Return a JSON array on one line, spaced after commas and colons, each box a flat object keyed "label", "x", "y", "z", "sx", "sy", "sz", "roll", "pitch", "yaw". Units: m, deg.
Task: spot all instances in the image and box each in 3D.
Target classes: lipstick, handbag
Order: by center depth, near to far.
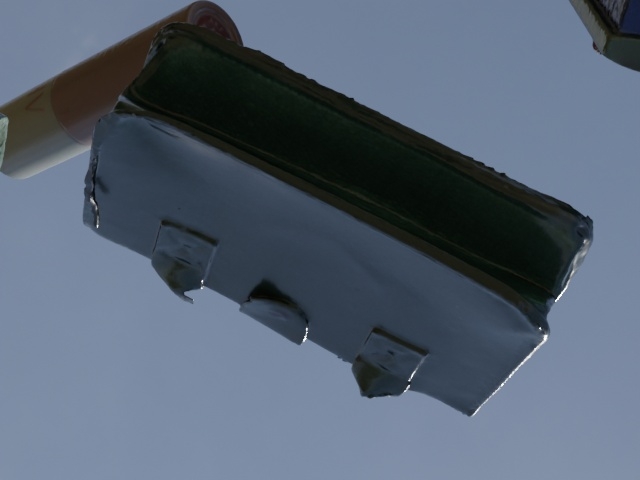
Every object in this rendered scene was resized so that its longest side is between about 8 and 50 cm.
[{"label": "handbag", "x": 0.000, "y": 0.000, "z": 1.113, "sx": 0.238, "sy": 0.326, "sz": 0.089, "roll": 115, "pitch": 0, "yaw": -61}, {"label": "lipstick", "x": -0.179, "y": -0.123, "z": 1.375, "sx": 0.254, "sy": 0.070, "sz": 0.070, "roll": -22, "pitch": -135, "yaw": 35}]

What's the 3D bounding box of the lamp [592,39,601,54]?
[{"label": "lamp", "x": 0.314, "y": -0.258, "z": 1.839, "sx": 0.031, "sy": 0.063, "sz": 0.083, "roll": 1, "pitch": -126, "yaw": 10}]

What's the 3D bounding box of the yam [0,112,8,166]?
[{"label": "yam", "x": -0.262, "y": -0.074, "z": 0.948, "sx": 0.169, "sy": 0.068, "sz": 0.068, "roll": 25, "pitch": -108, "yaw": 9}]

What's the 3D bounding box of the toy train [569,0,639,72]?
[{"label": "toy train", "x": 0.282, "y": -0.289, "z": 1.433, "sx": 0.299, "sy": 0.131, "sz": 0.202, "roll": -103, "pitch": -156, "yaw": -56}]
